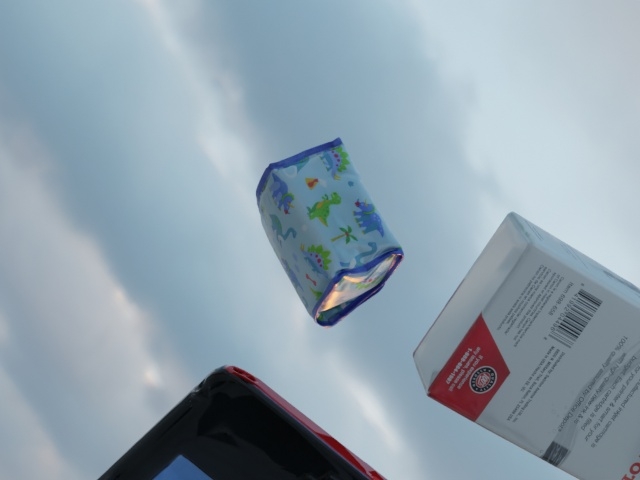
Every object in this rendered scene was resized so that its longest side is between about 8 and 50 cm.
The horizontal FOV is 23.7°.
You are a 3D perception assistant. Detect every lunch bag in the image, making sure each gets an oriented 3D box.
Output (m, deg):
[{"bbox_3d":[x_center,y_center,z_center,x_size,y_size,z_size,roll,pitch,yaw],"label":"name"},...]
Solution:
[{"bbox_3d":[0.000,0.000,1.389,0.129,0.096,0.151,62,-25,16],"label":"lunch bag"}]

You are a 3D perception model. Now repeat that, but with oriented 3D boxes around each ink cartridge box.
[{"bbox_3d":[0.267,0.127,1.607,0.273,0.197,0.114,30,13,-14],"label":"ink cartridge box"}]

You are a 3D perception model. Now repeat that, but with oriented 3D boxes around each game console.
[{"bbox_3d":[-0.083,0.333,1.507,0.342,0.386,0.060,38,26,-17],"label":"game console"}]
